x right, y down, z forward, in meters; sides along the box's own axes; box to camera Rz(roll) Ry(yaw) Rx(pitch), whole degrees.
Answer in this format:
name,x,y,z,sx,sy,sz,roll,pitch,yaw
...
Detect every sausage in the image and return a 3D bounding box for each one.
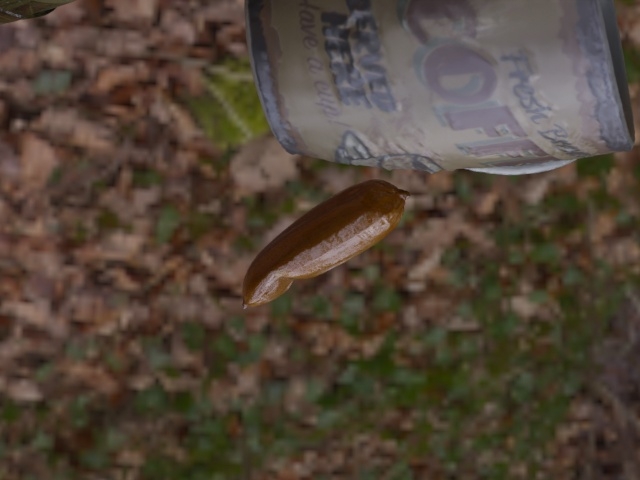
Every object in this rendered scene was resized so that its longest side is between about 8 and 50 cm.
name,x,y,z,sx,sy,sz,roll,pitch,yaw
sausage,0.000,0.000,1.589,0.183,0.054,0.062,-31,175,26

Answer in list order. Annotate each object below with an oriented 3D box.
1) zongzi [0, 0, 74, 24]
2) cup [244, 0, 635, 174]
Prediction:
name,x,y,z,sx,sy,sz,roll,pitch,yaw
zongzi,-0.212,-0.202,1.107,0.242,0.112,0.221,-19,156,21
cup,0.095,-0.137,1.390,0.257,0.227,0.301,-9,149,14
